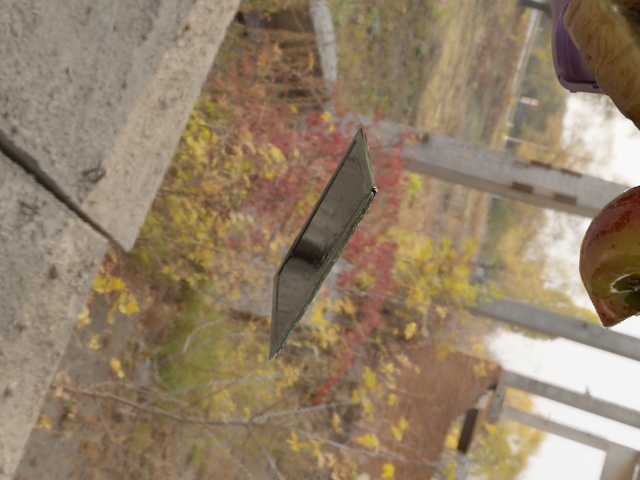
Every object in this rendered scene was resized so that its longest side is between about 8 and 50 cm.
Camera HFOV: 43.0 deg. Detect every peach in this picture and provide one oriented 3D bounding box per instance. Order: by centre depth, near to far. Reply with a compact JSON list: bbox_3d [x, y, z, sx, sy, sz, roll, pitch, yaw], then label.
[{"bbox_3d":[0.165,0.000,0.382,0.098,0.061,0.098,-27,170,-5],"label":"peach"}]

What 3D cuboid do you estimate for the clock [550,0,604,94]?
[{"bbox_3d":[0.265,-0.189,0.729,0.153,0.050,0.110,-135,-149,-71],"label":"clock"}]

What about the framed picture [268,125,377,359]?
[{"bbox_3d":[0.000,0.000,0.996,0.252,0.014,0.197,-59,-165,24],"label":"framed picture"}]

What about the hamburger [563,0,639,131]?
[{"bbox_3d":[0.217,-0.103,0.400,0.191,0.182,0.118,-13,141,-41],"label":"hamburger"}]
